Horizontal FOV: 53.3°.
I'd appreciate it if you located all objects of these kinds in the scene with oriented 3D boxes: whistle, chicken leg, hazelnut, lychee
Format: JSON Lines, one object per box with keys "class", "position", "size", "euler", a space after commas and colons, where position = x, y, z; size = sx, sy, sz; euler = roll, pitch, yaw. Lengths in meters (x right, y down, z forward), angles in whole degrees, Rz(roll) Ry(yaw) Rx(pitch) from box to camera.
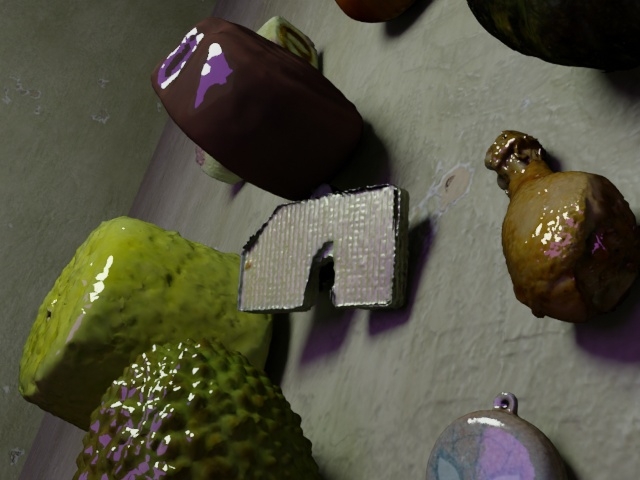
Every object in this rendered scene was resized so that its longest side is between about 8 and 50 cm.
{"class": "whistle", "position": [0.120, 0.220, 0.461], "size": [0.107, 0.057, 0.220], "euler": [-4, 66, 47]}
{"class": "chicken leg", "position": [0.189, -0.030, 0.546], "size": [0.107, 0.087, 0.251], "euler": [-39, 25, 21]}
{"class": "hazelnut", "position": [0.085, -0.467, 1.041], "size": [0.208, 0.208, 0.208], "euler": [-44, 30, 35]}
{"class": "lychee", "position": [-0.126, 0.264, 0.656], "size": [0.270, 0.270, 0.320], "euler": [-45, 65, 33]}

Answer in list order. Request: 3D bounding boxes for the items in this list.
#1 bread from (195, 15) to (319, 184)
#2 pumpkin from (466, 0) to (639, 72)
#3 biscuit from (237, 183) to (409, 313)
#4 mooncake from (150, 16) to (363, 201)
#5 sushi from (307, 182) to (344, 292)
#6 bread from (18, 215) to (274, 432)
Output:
{"class": "bread", "position": [-0.145, -0.298, 1.378], "size": [0.338, 0.155, 0.187], "euler": [-43, 36, 36]}
{"class": "pumpkin", "position": [0.246, -0.290, 0.507], "size": [0.320, 0.192, 0.320], "euler": [-1, 89, 47]}
{"class": "biscuit", "position": [-0.001, 0.019, 0.794], "size": [0.250, 0.046, 0.147], "euler": [-9, 73, 36]}
{"class": "mooncake", "position": [-0.081, -0.205, 0.962], "size": [0.174, 0.326, 0.334], "euler": [-51, 49, 17]}
{"class": "sushi", "position": [0.000, 0.000, 0.886], "size": [0.150, 0.078, 0.090], "euler": [-58, 31, 7]}
{"class": "bread", "position": [-0.256, 0.143, 0.966], "size": [0.348, 0.308, 0.348], "euler": [-46, 26, 30]}
